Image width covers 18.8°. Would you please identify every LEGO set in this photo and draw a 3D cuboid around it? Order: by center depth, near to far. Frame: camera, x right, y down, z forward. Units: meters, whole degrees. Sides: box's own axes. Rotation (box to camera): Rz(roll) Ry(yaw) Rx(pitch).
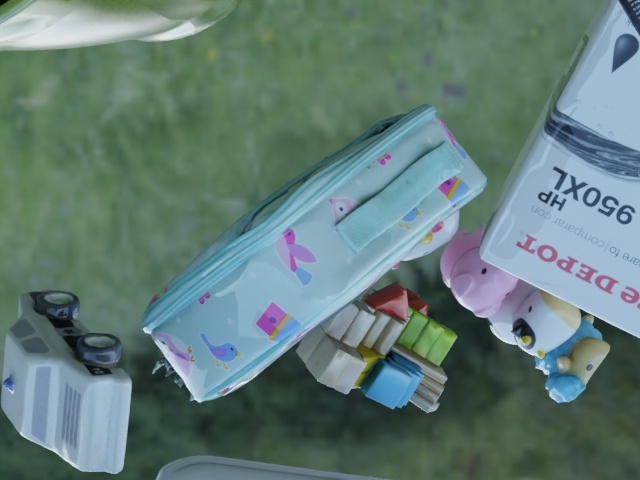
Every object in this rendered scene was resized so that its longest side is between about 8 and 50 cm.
[{"bbox_3d":[-0.104,0.105,1.660,0.083,0.054,0.023,-22,159,-1],"label":"LEGO set"}]

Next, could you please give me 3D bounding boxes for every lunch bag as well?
[{"bbox_3d":[0.000,0.000,1.557,0.224,0.108,0.279,-40,179,44],"label":"lunch bag"}]

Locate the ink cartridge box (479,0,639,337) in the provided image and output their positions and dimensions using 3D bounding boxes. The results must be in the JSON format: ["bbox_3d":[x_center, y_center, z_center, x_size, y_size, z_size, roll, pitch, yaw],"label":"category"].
[{"bbox_3d":[0.370,-0.104,1.898,0.285,0.395,0.166,27,-155,2],"label":"ink cartridge box"}]

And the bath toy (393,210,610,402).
[{"bbox_3d":[0.208,0.057,2.421,0.348,0.129,0.151,40,152,-20],"label":"bath toy"}]

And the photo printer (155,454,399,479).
[{"bbox_3d":[-0.038,0.350,2.022,0.308,0.256,0.107,7,-144,11],"label":"photo printer"}]

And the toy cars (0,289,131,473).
[{"bbox_3d":[-0.190,0.200,1.465,0.087,0.393,0.176,-4,153,-27],"label":"toy cars"}]

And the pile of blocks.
[{"bbox_3d":[0.089,0.111,2.194,0.149,0.112,0.362,33,-171,11],"label":"pile of blocks"}]

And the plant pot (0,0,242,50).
[{"bbox_3d":[-0.202,-0.297,1.492,0.366,0.366,0.353,-2,175,26],"label":"plant pot"}]

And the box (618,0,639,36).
[{"bbox_3d":[0.279,-0.209,1.472,0.116,0.162,0.029,-31,-179,12],"label":"box"}]
